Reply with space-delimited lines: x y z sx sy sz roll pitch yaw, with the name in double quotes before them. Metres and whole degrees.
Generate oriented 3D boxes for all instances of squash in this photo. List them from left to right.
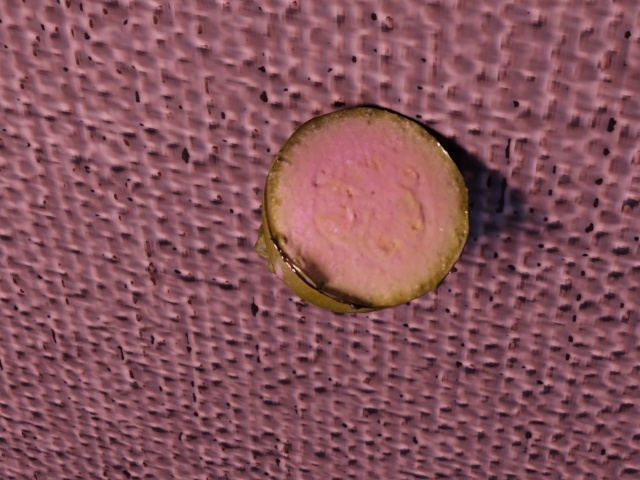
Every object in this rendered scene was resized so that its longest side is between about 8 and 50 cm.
"squash" 0.007 0.002 0.897 0.105 0.105 0.132 24 158 -7
